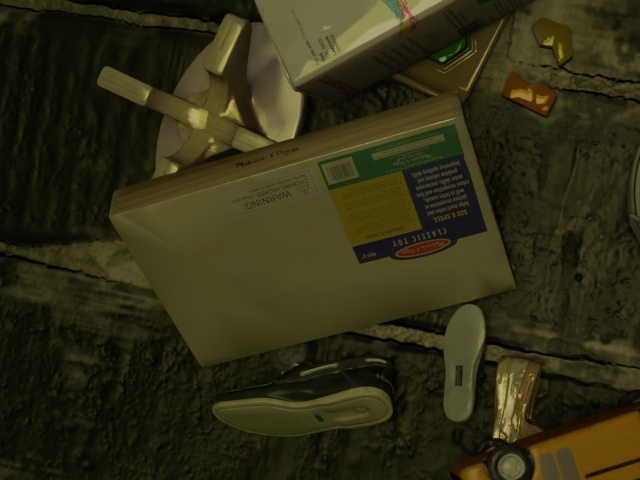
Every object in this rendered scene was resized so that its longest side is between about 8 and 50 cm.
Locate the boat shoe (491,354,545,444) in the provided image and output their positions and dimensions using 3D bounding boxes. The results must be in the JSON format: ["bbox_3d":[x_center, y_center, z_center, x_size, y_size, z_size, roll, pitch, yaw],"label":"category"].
[{"bbox_3d":[0.234,0.221,1.336,0.059,0.063,0.170,1,87,19],"label":"boat shoe"}]

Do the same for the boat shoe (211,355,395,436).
[{"bbox_3d":[-0.020,0.190,1.401,0.233,0.084,0.079,-10,47,19],"label":"boat shoe"}]

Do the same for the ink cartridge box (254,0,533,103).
[{"bbox_3d":[0.090,-0.273,1.284,0.278,0.201,0.117,-27,84,15],"label":"ink cartridge box"}]

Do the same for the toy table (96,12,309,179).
[{"bbox_3d":[-0.130,-0.146,1.387,0.252,0.161,0.274,14,92,13],"label":"toy table"}]

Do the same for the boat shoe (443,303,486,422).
[{"bbox_3d":[0.173,0.146,1.366,0.049,0.040,0.142,8,89,22],"label":"boat shoe"}]

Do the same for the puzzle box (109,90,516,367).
[{"bbox_3d":[0.000,0.000,1.316,0.409,0.272,0.052,-15,40,11],"label":"puzzle box"}]

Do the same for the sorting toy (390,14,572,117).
[{"bbox_3d":[0.170,-0.285,1.384,0.307,0.041,0.229,28,94,13],"label":"sorting toy"}]

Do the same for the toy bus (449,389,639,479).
[{"bbox_3d":[0.318,0.249,1.256,0.333,0.108,0.130,-18,85,-4],"label":"toy bus"}]

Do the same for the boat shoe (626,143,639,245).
[{"bbox_3d":[0.410,0.011,1.203,0.136,0.156,0.367,4,64,-1],"label":"boat shoe"}]
